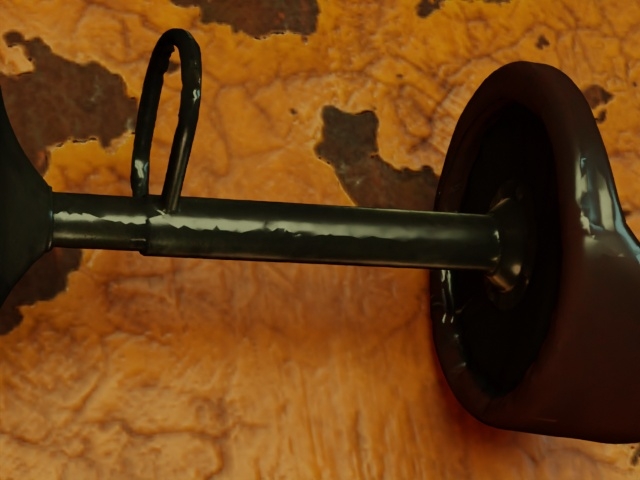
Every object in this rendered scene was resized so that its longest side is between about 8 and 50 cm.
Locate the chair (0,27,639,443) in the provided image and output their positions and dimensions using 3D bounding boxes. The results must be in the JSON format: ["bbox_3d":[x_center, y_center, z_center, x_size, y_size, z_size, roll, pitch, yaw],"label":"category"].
[{"bbox_3d":[0.000,0.000,0.770,0.401,0.226,0.226,5,67,-16],"label":"chair"}]
